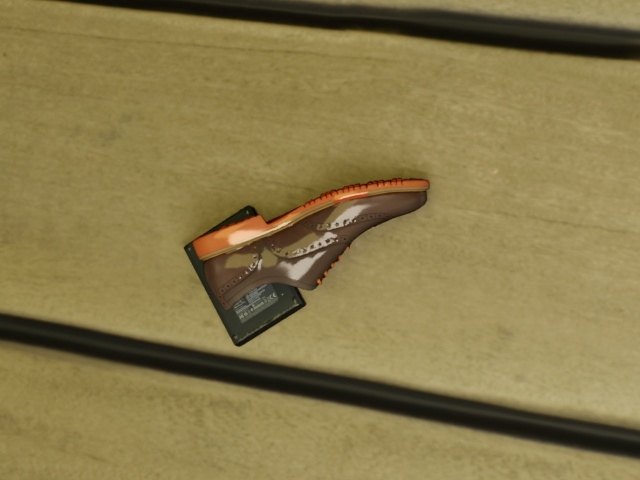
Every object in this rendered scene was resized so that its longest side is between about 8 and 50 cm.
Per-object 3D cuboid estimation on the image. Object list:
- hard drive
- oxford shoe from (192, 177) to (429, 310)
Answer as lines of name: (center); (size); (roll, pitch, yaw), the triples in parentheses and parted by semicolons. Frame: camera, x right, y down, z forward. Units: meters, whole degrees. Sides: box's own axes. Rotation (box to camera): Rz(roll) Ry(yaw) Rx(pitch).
hard drive: (-0.088, 0.040, 2.072); (0.094, 0.022, 0.135); (-32, 72, 11)
oxford shoe: (0.000, 0.000, 2.015); (0.271, 0.097, 0.098); (-19, 90, 7)
